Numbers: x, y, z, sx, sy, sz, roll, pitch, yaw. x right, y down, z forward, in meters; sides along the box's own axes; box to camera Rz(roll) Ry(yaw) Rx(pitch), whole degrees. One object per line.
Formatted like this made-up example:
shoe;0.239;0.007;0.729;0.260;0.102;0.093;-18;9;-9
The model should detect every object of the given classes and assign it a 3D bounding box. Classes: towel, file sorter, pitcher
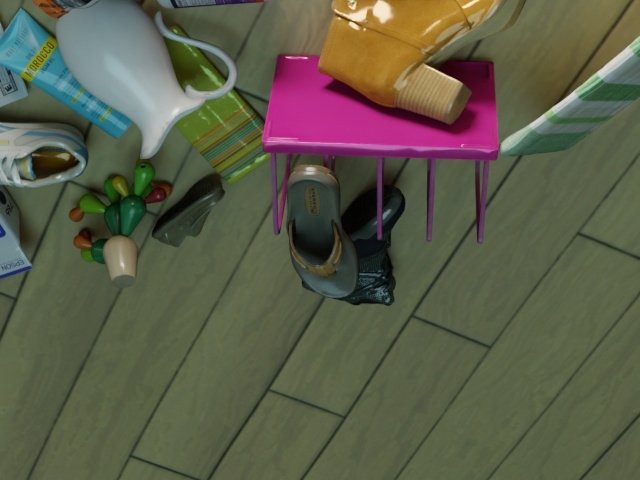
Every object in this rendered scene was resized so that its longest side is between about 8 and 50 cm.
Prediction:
towel;0.390;-0.216;1.611;0.325;0.248;0.038;-39;77;27
towel;-0.160;-0.186;1.770;0.102;0.021;0.237;-33;118;18
file sorter;0.081;-0.114;1.696;0.290;0.202;0.182;2;131;4
pitcher;-0.227;-0.237;1.660;0.178;0.125;0.207;-39;95;-9

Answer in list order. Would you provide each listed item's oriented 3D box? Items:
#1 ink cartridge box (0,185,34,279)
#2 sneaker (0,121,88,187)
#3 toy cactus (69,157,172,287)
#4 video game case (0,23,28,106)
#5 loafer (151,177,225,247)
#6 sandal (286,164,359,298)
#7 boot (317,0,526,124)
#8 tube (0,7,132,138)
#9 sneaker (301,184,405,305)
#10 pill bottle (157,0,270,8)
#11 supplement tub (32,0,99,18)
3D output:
ink cartridge box;-0.557;-0.076;1.840;0.165;0.065;0.333;-17;123;13
sneaker;-0.433;-0.114;1.750;0.228;0.092;0.087;-9;116;-14
toy cactus;-0.281;-0.010;1.816;0.112;0.180;0.219;22;132;-38
video game case;-0.500;-0.243;1.693;0.173;0.022;0.190;-25;127;-14
loafer;-0.185;-0.039;1.860;0.050;0.056;0.148;38;129;-24
sandal;0.000;0.000;1.635;0.090;0.060;0.219;0;134;7
boot;0.135;-0.306;1.608;0.211;0.104;0.295;29;88;20
tube;-0.344;-0.220;1.735;0.207;0.052;0.080;36;90;-20
sneaker;0.081;0.014;1.868;0.130;0.087;0.227;25;127;-18
pill bottle;-0.154;-0.346;1.593;0.193;0.108;0.108;-3;127;5
supplement tub;-0.265;-0.353;1.505;0.190;0.117;0.117;-35;119;14
